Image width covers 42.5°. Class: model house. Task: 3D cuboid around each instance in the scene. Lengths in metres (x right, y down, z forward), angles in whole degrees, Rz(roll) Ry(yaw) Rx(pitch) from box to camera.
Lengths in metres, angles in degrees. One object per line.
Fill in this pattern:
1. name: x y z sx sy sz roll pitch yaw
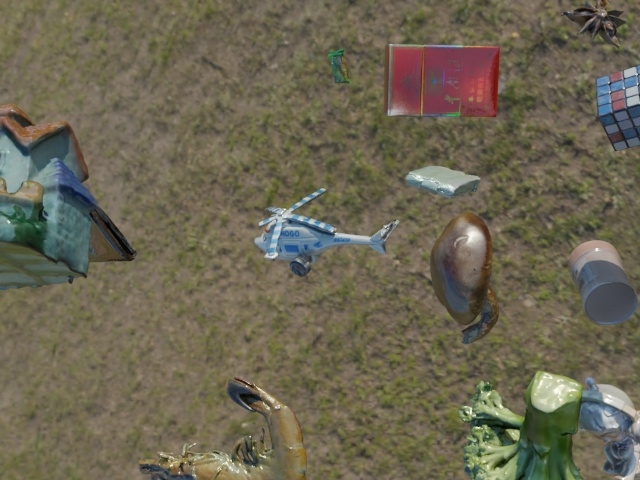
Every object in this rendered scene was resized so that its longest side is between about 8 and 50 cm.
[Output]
1. model house: -0.506 -0.109 1.278 0.295 0.251 0.329 -5 65 20

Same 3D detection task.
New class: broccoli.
1. broccoli: 0.448 0.443 1.615 0.353 0.275 0.397 45 146 1

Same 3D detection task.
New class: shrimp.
1. shrimp: -0.098 0.190 0.780 0.178 0.034 0.124 4 97 22

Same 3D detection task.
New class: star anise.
1. star anise: 0.570 -0.439 1.674 0.129 0.124 0.056 57 163 22

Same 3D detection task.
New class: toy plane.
1. toy plane: 0.007 -0.006 1.362 0.273 0.107 0.182 -6 32 18

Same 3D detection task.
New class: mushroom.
1. mushroom: 0.180 0.051 1.034 0.080 0.135 0.170 -7 105 10

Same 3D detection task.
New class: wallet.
1. wallet: -0.420 -0.018 1.447 0.031 0.137 0.255 -41 21 -30

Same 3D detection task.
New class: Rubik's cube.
1. Rubik's cube: 0.508 -0.216 1.335 0.092 0.092 0.092 -15 47 31

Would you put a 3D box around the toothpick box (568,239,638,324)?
1. toothpick box: 0.531 0.078 1.553 0.098 0.098 0.149 -48 17 26

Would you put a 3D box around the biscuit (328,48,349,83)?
1. biscuit: 0.048 -0.445 2.116 0.046 0.016 0.089 -2 112 31

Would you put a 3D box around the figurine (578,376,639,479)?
1. figurine: 0.612 0.395 1.741 0.163 0.236 0.141 -4 38 51

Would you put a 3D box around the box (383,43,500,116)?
1. box: 0.187 -0.248 1.274 0.048 0.175 0.112 -120 29 -76

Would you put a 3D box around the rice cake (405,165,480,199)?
1. rice cake: 0.270 -0.128 1.804 0.124 0.211 0.038 19 106 17
